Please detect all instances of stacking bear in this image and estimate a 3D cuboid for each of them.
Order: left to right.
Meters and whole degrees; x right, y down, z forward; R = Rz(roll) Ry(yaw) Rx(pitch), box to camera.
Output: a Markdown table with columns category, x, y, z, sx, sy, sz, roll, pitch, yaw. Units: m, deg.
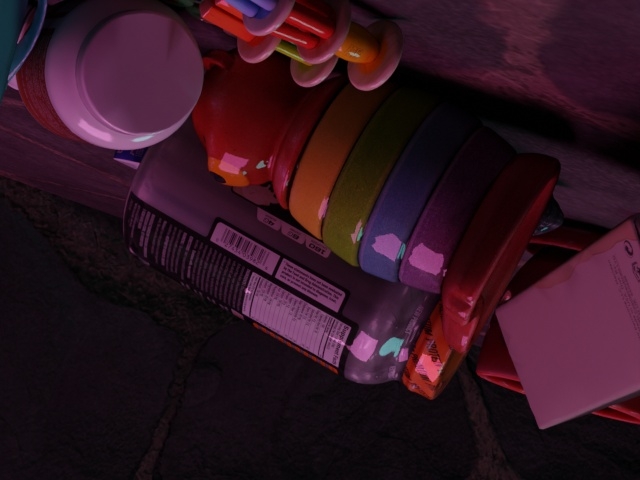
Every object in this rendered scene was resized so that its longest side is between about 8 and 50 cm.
| category | x | y | z | sx | sy | sz | roll | pitch | yaw |
| --- | --- | --- | --- | --- | --- | --- | --- | --- | --- |
| stacking bear | 0.028 | -0.058 | 1.431 | 0.289 | 0.164 | 0.175 | 28 | 169 | 11 |

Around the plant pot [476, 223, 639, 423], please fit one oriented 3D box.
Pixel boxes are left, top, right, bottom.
| category | x | y | z | sx | sy | sz | roll | pitch | yaw |
| --- | --- | --- | --- | --- | --- | --- | --- | --- | --- |
| plant pot | 0.274 | 0.085 | 1.855 | 0.191 | 0.174 | 0.191 | 19 | 174 | 2 |

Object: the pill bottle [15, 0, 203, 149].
| category | x | y | z | sx | sy | sz | roll | pitch | yaw |
| --- | --- | --- | --- | --- | --- | --- | --- | --- | --- |
| pill bottle | -0.162 | -0.131 | 1.399 | 0.121 | 0.121 | 0.216 | 21 | 179 | -20 |

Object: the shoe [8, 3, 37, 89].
| category | x | y | z | sx | sy | sz | roll | pitch | yaw |
| --- | --- | --- | --- | --- | --- | --- | --- | --- | --- |
| shoe | -0.245 | -0.166 | 1.673 | 0.081 | 0.063 | 0.178 | 23 | 169 | 0 |

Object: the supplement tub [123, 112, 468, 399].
| category | x | y | z | sx | sy | sz | roll | pitch | yaw |
| --- | --- | --- | --- | --- | --- | --- | --- | --- | --- |
| supplement tub | 0.000 | 0.000 | 1.599 | 0.316 | 0.193 | 0.193 | 29 | 176 | 10 |

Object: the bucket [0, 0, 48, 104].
| category | x | y | z | sx | sy | sz | roll | pitch | yaw |
| --- | --- | --- | --- | --- | --- | --- | --- | --- | --- |
| bucket | -0.346 | -0.177 | 1.339 | 0.281 | 0.183 | 0.281 | 18 | 174 | 2 |

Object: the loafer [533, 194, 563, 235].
| category | x | y | z | sx | sy | sz | roll | pitch | yaw |
| --- | --- | --- | --- | --- | --- | --- | --- | --- | --- |
| loafer | 0.129 | -0.034 | 1.693 | 0.223 | 0.076 | 0.078 | 6 | 159 | 47 |

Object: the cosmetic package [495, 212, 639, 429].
| category | x | y | z | sx | sy | sz | roll | pitch | yaw |
| --- | --- | --- | --- | --- | --- | --- | --- | --- | --- |
| cosmetic package | 0.258 | 0.046 | 1.330 | 0.160 | 0.113 | 0.309 | -18 | 172 | -17 |

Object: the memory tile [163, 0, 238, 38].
| category | x | y | z | sx | sy | sz | roll | pitch | yaw |
| --- | --- | --- | --- | --- | --- | --- | --- | --- | --- |
| memory tile | -0.078 | -0.177 | 1.344 | 0.148 | 0.012 | 0.113 | 22 | 173 | -35 |

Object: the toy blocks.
| category | x | y | z | sx | sy | sz | roll | pitch | yaw |
| --- | --- | --- | --- | --- | --- | --- | --- | --- | --- |
| toy blocks | -0.035 | -0.154 | 1.233 | 0.148 | 0.054 | 0.123 | 23 | 172 | -37 |

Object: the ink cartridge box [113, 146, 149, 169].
| category | x | y | z | sx | sy | sz | roll | pitch | yaw |
| --- | --- | --- | --- | --- | --- | --- | --- | --- | --- |
| ink cartridge box | -0.107 | -0.090 | 1.789 | 0.046 | 0.097 | 0.207 | 12 | 171 | 41 |
